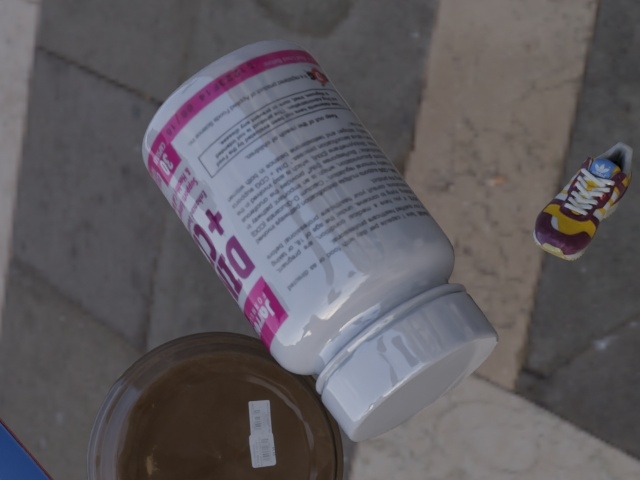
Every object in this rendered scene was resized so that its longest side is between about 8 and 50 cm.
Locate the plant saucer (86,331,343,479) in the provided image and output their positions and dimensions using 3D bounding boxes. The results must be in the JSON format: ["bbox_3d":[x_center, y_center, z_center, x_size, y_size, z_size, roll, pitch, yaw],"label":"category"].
[{"bbox_3d":[-0.103,0.232,1.500,0.041,0.278,0.277,156,109,-71],"label":"plant saucer"}]

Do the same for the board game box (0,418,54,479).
[{"bbox_3d":[-0.160,0.143,0.570,0.027,0.145,0.281,-12,119,54],"label":"board game box"}]

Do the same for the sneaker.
[{"bbox_3d":[0.297,-0.050,1.619,0.070,0.185,0.084,28,129,15],"label":"sneaker"}]

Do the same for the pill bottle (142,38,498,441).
[{"bbox_3d":[0.000,0.000,1.094,0.283,0.160,0.160,54,132,19],"label":"pill bottle"}]
